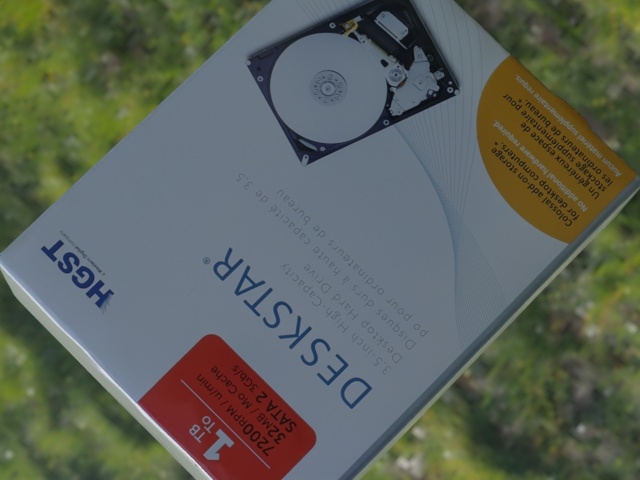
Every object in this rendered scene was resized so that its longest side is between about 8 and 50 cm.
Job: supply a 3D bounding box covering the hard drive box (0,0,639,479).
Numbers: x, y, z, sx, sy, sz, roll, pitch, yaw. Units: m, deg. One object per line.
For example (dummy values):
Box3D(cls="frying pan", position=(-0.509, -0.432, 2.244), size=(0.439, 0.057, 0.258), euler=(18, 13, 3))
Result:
Box3D(cls="hard drive box", position=(0.000, 0.000, 0.819), size=(0.181, 0.232, 0.089), euler=(43, 169, 6))
